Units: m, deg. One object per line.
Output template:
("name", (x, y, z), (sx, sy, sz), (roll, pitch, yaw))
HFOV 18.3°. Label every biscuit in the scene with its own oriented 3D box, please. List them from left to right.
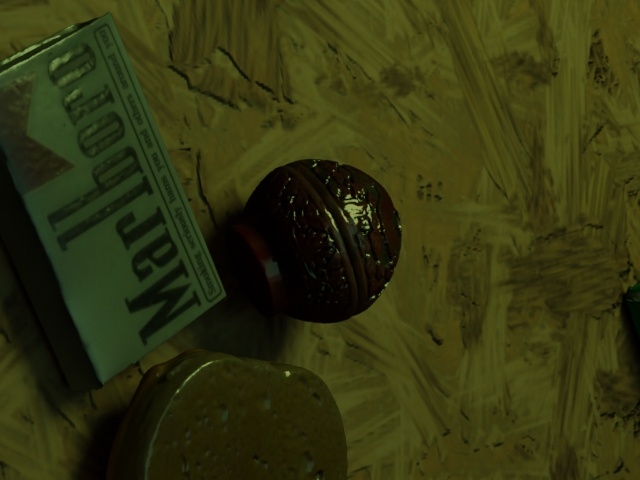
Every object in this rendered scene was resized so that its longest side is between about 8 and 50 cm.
("biscuit", (-0.057, 0.143, 1.115), (0.170, 0.050, 0.170), (-2, 93, -47))

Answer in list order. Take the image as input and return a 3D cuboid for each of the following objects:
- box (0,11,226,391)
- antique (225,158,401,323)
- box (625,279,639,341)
("box", (-0.124, -0.021, 1.076), (0.115, 0.036, 0.177), (-37, 111, -44))
("antique", (0.000, 0.000, 1.162), (0.104, 0.104, 0.104), (10, 76, -47))
("box", (0.352, 0.060, 1.538), (0.250, 0.103, 0.180), (-35, 109, -46))
